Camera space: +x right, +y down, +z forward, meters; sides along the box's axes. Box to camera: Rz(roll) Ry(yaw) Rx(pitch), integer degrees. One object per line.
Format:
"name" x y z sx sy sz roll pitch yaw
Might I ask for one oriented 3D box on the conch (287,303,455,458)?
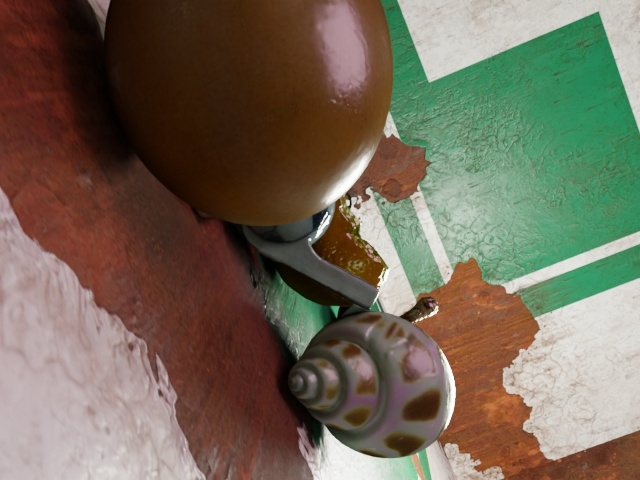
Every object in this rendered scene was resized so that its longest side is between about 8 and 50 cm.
"conch" 0.074 0.195 1.141 0.249 0.197 0.368 47 -4 36

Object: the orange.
"orange" -0.006 0.000 1.255 0.237 0.158 0.179 66 -13 -3

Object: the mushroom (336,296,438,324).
"mushroom" 0.144 0.178 1.634 0.227 0.217 0.148 -99 166 -62

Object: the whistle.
"whistle" -0.024 -0.037 1.096 0.289 0.163 0.163 29 15 -8

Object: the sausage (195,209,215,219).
"sausage" -0.126 -0.051 0.978 0.131 0.039 0.041 -61 126 -82

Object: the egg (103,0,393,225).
"egg" -0.069 -0.175 0.782 0.282 0.282 0.351 58 15 -57
